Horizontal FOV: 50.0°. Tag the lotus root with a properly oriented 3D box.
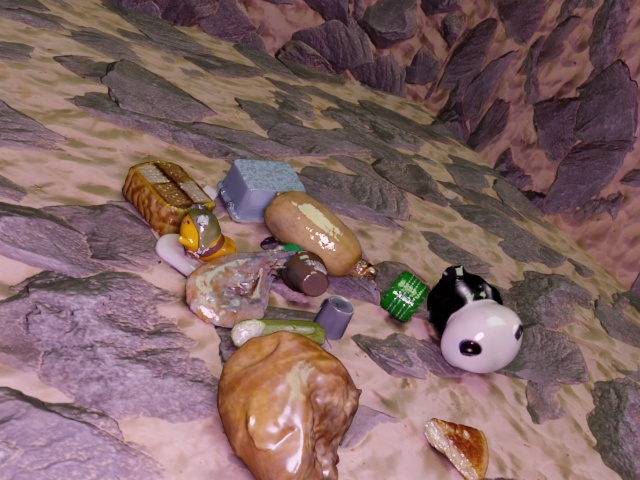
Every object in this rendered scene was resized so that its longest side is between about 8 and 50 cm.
[{"bbox_3d":[0.000,0.000,1.782,0.342,0.151,0.169,41,0,4],"label":"lotus root"}]

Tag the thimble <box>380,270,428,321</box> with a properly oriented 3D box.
[{"bbox_3d":[0.217,0.144,1.772,0.090,0.118,0.130,36,49,10],"label":"thimble"}]

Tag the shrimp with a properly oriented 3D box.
[{"bbox_3d":[-0.154,0.094,1.504,0.316,0.062,0.164,-23,79,-41],"label":"shrimp"}]

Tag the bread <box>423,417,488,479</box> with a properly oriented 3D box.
[{"bbox_3d":[0.296,0.420,1.408,0.135,0.054,0.154,-6,47,-48],"label":"bread"}]

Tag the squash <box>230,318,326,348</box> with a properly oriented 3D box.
[{"bbox_3d":[-0.085,0.197,1.431,0.238,0.069,0.069,6,33,-39],"label":"squash"}]

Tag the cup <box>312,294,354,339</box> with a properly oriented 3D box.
[{"bbox_3d":[0.028,0.168,1.586,0.078,0.077,0.100,10,30,-33],"label":"cup"}]

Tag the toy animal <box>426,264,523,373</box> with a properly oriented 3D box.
[{"bbox_3d":[0.388,0.218,1.717,0.212,0.213,0.267,14,32,-26],"label":"toy animal"}]

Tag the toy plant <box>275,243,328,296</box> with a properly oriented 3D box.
[{"bbox_3d":[-0.045,0.069,1.677,0.142,0.105,0.200,25,11,-30],"label":"toy plant"}]

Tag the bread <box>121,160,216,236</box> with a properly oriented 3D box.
[{"bbox_3d":[-0.367,-0.104,1.688,0.181,0.096,0.222,-8,43,-47],"label":"bread"}]

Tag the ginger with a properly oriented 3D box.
[{"bbox_3d":[-0.071,0.284,1.143,0.222,0.200,0.269,6,57,30],"label":"ginger"}]

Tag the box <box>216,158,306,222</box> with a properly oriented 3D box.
[{"bbox_3d":[-0.158,-0.132,1.898,0.226,0.130,0.162,1,44,-35],"label":"box"}]

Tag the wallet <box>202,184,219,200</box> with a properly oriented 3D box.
[{"bbox_3d":[-0.305,-0.128,1.883,0.044,0.011,0.083,26,26,-3],"label":"wallet"}]

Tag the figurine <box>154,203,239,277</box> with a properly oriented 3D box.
[{"bbox_3d":[-0.235,0.002,1.563,0.249,0.141,0.167,17,26,-21],"label":"figurine"}]
